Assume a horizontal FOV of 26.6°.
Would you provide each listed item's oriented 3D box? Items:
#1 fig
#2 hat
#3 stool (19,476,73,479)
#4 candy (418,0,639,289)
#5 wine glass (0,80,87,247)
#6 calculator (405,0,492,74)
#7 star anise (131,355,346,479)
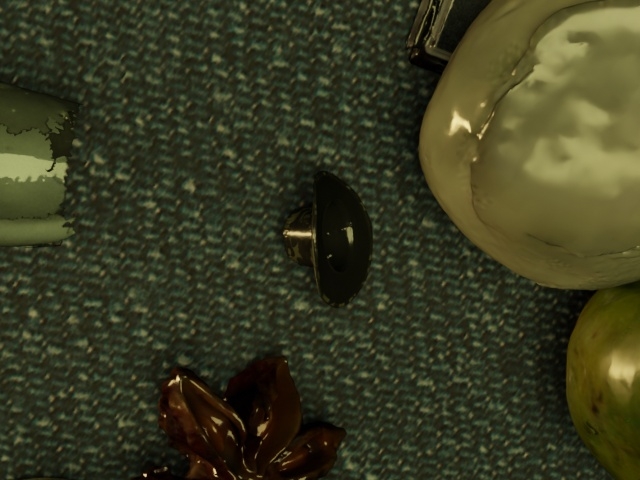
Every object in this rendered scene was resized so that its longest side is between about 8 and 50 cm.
[{"bbox_3d":[0.321,0.156,1.159,0.233,0.233,0.314,-3,107,-12],"label":"fig"},{"bbox_3d":[0.000,0.000,1.140,0.050,0.121,0.121,-2,103,27],"label":"hat"},{"bbox_3d":[-0.219,0.308,1.076,0.195,0.198,0.195,-33,104,-7],"label":"stool"},{"bbox_3d":[0.227,-0.097,1.097,0.295,0.185,0.296,0,115,0],"label":"candy"},{"bbox_3d":[-0.340,-0.066,1.016,0.321,0.143,0.143,2,99,-14],"label":"wine glass"},{"bbox_3d":[0.191,-0.255,1.157,0.165,0.028,0.274,19,97,-18],"label":"calculator"},{"bbox_3d":[-0.071,0.206,1.124,0.190,0.126,0.220,10,73,-42],"label":"star anise"}]
